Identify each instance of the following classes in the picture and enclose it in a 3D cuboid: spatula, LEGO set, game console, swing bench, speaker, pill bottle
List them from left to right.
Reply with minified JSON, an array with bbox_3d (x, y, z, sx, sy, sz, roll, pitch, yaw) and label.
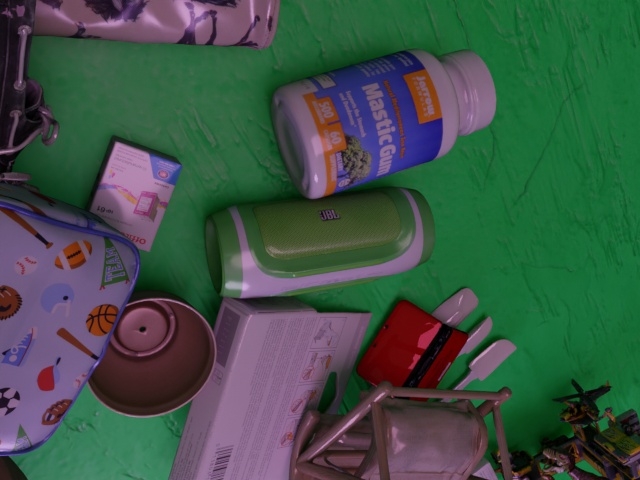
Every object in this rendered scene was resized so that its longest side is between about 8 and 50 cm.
[{"bbox_3d":[0.000,0.000,0.935,0.297,0.131,0.131,-8,109,-19],"label":"speaker"},{"bbox_3d":[0.085,-0.163,0.902,0.272,0.152,0.152,-20,113,-14],"label":"pill bottle"},{"bbox_3d":[0.120,0.319,1.019,0.253,0.255,0.165,11,61,-33],"label":"swing bench"},{"bbox_3d":[0.149,0.181,1.098,0.124,0.085,0.144,23,102,-54],"label":"game console"},{"bbox_3d":[0.197,0.208,1.143,0.242,0.019,0.168,-42,118,-1],"label":"spatula"},{"bbox_3d":[0.425,0.358,1.122,0.255,0.331,0.192,-22,106,0],"label":"LEGO set"}]

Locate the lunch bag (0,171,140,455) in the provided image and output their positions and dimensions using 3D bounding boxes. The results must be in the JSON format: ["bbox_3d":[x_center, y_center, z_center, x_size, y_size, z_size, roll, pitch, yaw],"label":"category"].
[{"bbox_3d":[-0.346,0.078,0.723,0.243,0.115,0.303,21,96,-49],"label":"lunch bag"}]

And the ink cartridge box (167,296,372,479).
[{"bbox_3d":[-0.069,0.227,1.016,0.261,0.066,0.296,6,106,-49],"label":"ink cartridge box"}]

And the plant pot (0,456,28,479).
[{"bbox_3d":[-0.441,0.344,0.855,0.237,0.237,0.110,-62,158,6],"label":"plant pot"}]

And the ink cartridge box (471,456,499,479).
[{"bbox_3d":[0.228,0.459,1.209,0.180,0.060,0.104,-34,116,-8],"label":"ink cartridge box"}]

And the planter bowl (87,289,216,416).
[{"bbox_3d":[-0.226,0.131,0.897,0.162,0.109,0.162,-7,110,-19],"label":"planter bowl"}]

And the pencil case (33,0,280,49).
[{"bbox_3d":[-0.243,-0.305,0.719,0.411,0.159,0.183,-1,134,-21],"label":"pencil case"}]

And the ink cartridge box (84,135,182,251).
[{"bbox_3d":[-0.238,-0.057,0.864,0.089,0.052,0.122,19,100,-26],"label":"ink cartridge box"}]

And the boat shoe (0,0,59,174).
[{"bbox_3d":[-0.332,-0.136,0.716,0.105,0.113,0.306,-6,140,-26],"label":"boat shoe"}]
